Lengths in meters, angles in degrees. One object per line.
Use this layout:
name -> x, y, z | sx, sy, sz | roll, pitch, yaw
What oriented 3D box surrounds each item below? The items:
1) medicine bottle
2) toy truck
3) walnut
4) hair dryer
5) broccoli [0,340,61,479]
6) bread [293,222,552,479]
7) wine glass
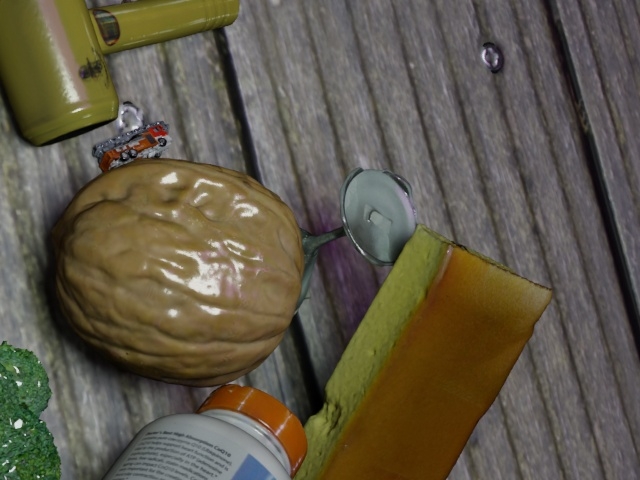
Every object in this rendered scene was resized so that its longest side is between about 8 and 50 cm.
medicine bottle -> -0.115, 0.241, 1.263 | 0.157, 0.157, 0.288 | 52, 46, -16
toy truck -> -0.164, -0.084, 1.445 | 0.083, 0.024, 0.032 | -25, 65, -39
walnut -> -0.120, 0.022, 1.344 | 0.213, 0.213, 0.213 | 13, 69, -37
hair dryer -> -0.169, -0.177, 1.436 | 0.279, 0.090, 0.134 | -22, 92, -48
broccoli -> -0.308, 0.166, 1.135 | 0.270, 0.270, 0.270 | 39, 49, 13
bread -> 0.055, 0.168, 1.404 | 0.138, 0.077, 0.361 | 23, 100, -40
wine glass -> 0.000, 0.000, 1.453 | 0.122, 0.183, 0.122 | 16, 65, -38
